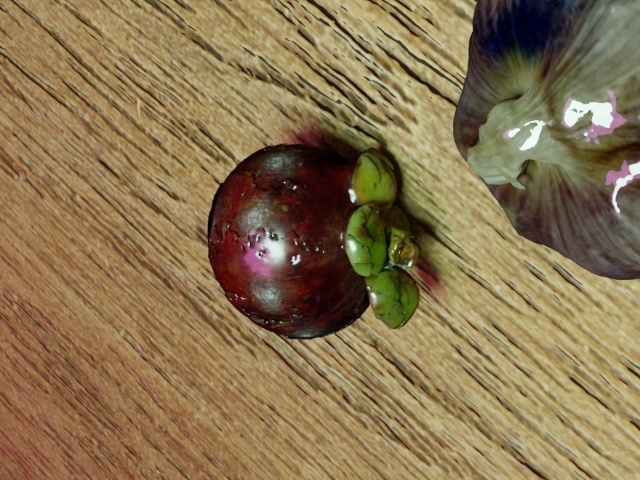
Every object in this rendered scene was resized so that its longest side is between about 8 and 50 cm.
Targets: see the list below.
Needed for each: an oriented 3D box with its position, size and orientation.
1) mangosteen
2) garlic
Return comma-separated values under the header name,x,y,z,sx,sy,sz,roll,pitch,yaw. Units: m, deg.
name,x,y,z,sx,sy,sz,roll,pitch,yaw
mangosteen,0.000,0.000,1.289,0.180,0.166,0.166,1,121,22
garlic,0.177,-0.083,0.975,0.245,0.160,0.245,24,125,40
